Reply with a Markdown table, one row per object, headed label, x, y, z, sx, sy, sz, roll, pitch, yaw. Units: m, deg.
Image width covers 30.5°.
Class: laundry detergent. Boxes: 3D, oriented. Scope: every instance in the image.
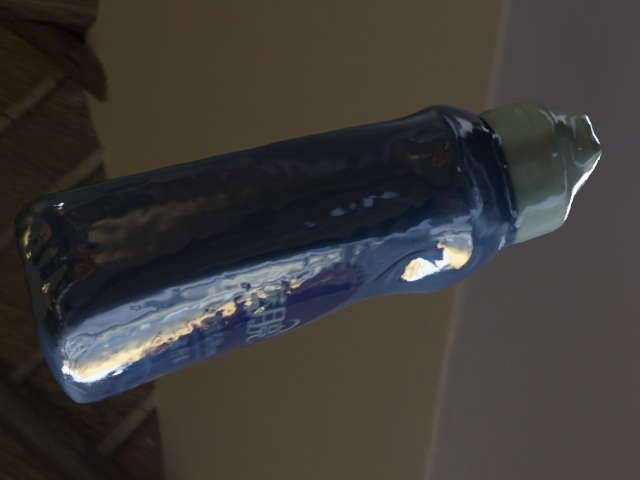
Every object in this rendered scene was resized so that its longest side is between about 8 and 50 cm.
| label | x | y | z | sx | sy | sz | roll | pitch | yaw |
| --- | --- | --- | --- | --- | --- | --- | --- | --- | --- |
| laundry detergent | 0.000 | 0.000 | 0.598 | 0.290 | 0.094 | 0.143 | -15 | -26 | -6 |
